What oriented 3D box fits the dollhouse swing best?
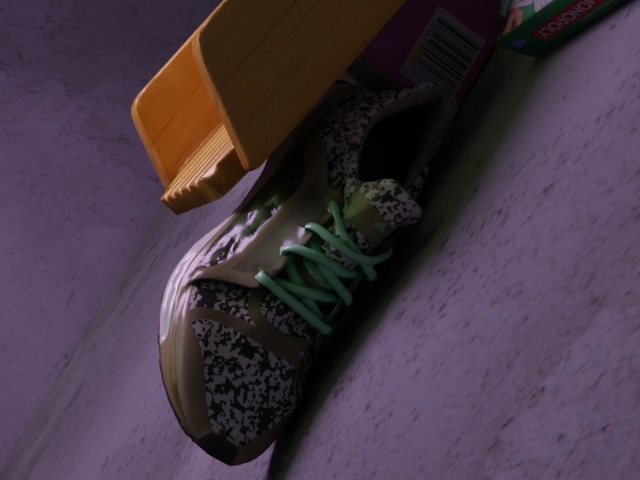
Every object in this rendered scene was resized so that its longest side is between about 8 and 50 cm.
[{"bbox_3d":[-0.125,-0.247,1.260,0.315,0.305,0.347,-50,12,-14],"label":"dollhouse swing"}]

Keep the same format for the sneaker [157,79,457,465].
[{"bbox_3d":[0.000,0.000,1.137,0.182,0.158,0.410,-23,36,53],"label":"sneaker"}]

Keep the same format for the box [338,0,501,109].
[{"bbox_3d":[0.091,-0.214,1.387,0.213,0.117,0.243,-60,14,-17],"label":"box"}]

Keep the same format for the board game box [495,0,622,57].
[{"bbox_3d":[0.234,-0.334,1.092,0.213,0.046,0.317,151,132,-63],"label":"board game box"}]
